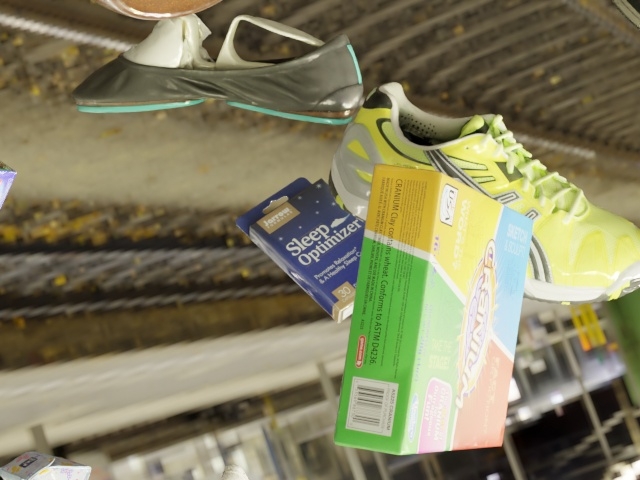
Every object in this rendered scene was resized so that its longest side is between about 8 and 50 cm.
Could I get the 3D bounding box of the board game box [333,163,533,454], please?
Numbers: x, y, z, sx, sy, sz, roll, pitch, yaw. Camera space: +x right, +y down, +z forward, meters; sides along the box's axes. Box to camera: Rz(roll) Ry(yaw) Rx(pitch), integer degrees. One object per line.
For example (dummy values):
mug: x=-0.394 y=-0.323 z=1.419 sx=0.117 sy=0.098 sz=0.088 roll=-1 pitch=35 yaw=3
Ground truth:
board game box: x=0.115 y=0.073 z=1.297 sx=0.064 sy=0.242 sz=0.316 roll=7 pitch=177 yaw=23

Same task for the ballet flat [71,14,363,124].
ballet flat: x=-0.097 y=-0.165 z=1.303 sx=0.280 sy=0.096 sz=0.095 roll=3 pitch=-165 yaw=8

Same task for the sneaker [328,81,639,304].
sneaker: x=0.195 y=-0.050 z=1.536 sx=0.145 sy=0.384 sz=0.147 roll=-58 pitch=165 yaw=-54

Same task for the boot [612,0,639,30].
boot: x=0.371 y=-0.329 z=1.433 sx=0.085 sy=0.236 sz=0.179 roll=13 pitch=134 yaw=-25

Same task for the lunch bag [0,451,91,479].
lunch bag: x=-0.319 y=0.273 z=1.605 sx=0.083 sy=0.053 sz=0.071 roll=10 pitch=176 yaw=-38

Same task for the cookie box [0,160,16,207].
cookie box: x=-0.429 y=-0.055 z=1.671 sx=0.092 sy=0.040 sz=0.107 roll=-64 pitch=158 yaw=10

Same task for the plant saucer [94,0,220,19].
plant saucer: x=-0.108 y=-0.225 z=1.071 sx=0.168 sy=0.029 sz=0.168 roll=-19 pitch=154 yaw=-10

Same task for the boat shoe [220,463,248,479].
boat shoe: x=-0.073 y=0.225 z=1.227 sx=0.035 sy=0.035 sz=0.100 roll=4 pitch=151 yaw=10

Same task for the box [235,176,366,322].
box: x=0.000 y=0.000 z=1.924 sx=0.136 sy=0.225 sz=0.036 roll=-35 pitch=151 yaw=-25
